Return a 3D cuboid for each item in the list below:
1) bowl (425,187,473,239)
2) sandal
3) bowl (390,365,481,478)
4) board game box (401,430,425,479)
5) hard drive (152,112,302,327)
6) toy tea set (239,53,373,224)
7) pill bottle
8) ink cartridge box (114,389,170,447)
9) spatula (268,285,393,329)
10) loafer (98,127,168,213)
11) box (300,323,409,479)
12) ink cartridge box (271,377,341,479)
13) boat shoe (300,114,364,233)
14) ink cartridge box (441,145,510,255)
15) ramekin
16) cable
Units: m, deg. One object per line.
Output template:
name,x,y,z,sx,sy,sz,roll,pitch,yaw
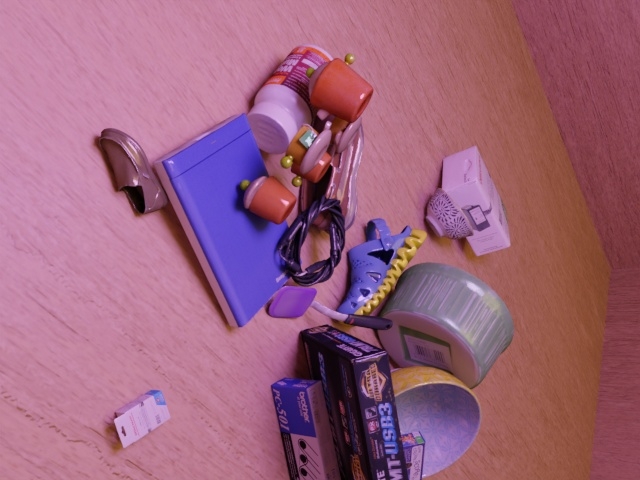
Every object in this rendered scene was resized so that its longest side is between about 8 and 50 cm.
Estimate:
bowl,0.355,-0.060,1.528,0.080,0.170,0.170,-36,120,1
sandal,0.117,0.064,1.242,0.138,0.126,0.317,36,57,4
bowl,0.199,0.384,1.207,0.289,0.289,0.156,54,5,-29
board game box,0.151,0.509,1.141,0.136,0.035,0.201,-6,114,-13
hard drive,-0.147,-0.037,0.948,0.210,0.040,0.319,-47,126,-45
toy tea set,-0.034,-0.187,0.956,0.124,0.200,0.336,34,57,6
pill bottle,-0.057,-0.282,1.065,0.121,0.121,0.221,52,52,-31
ink cartridge box,-0.272,0.265,0.795,0.083,0.028,0.048,-25,103,-49
spatula,0.031,0.150,1.091,0.296,0.084,0.030,18,28,-27
loafer,-0.289,-0.102,0.814,0.148,0.056,0.050,58,39,-25
box,0.058,0.322,0.983,0.073,0.293,0.296,-11,94,-19
ink cartridge box,-0.028,0.369,1.013,0.046,0.097,0.207,-15,95,-49
boat shoe,0.015,-0.178,1.140,0.116,0.123,0.325,10,75,-46
ink cartridge box,0.483,-0.122,1.653,0.273,0.114,0.198,53,33,-29
ramekin,0.282,0.213,1.259,0.148,0.303,0.303,-47,119,-34
cable,0.000,0.000,1.047,0.150,0.047,0.184,50,64,-37
